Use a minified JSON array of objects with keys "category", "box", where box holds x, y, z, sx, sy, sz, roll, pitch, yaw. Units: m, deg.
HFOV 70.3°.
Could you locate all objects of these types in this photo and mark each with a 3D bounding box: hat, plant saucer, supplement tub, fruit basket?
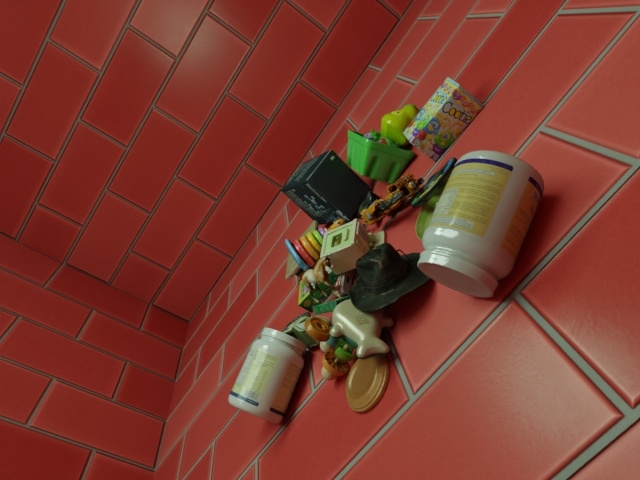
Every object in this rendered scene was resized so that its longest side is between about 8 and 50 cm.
[{"category":"hat","box":[0.209,0.088,1.525,0.331,0.134,0.331,-26,17,8]},{"category":"plant saucer","box":[0.141,0.446,1.454,0.200,0.037,0.200,-49,22,27]},{"category":"supplement tub","box":[-0.205,0.544,1.844,0.235,0.235,0.325,-19,44,61]},{"category":"plant saucer","box":[0.423,-0.095,1.559,0.241,0.037,0.241,-48,22,26]},{"category":"supplement tub","box":[0.416,-0.041,1.202,0.332,0.241,0.241,-63,20,-11]},{"category":"fruit basket","box":[0.300,-0.477,2.117,0.392,0.282,0.393,-167,90,-74]}]

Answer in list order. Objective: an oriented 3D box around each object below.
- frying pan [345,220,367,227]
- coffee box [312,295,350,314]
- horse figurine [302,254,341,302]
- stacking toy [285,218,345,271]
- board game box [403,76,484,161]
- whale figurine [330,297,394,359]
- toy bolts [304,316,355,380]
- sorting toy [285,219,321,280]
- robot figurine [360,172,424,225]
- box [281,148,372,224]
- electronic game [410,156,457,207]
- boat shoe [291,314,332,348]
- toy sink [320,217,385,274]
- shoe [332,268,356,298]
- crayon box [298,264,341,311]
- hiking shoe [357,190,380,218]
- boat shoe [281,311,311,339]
[{"category":"frying pan","box":[0.136,-0.040,2.143,0.326,0.053,0.197,-39,27,40]},{"category":"coffee box","box":[0.060,0.257,1.823,0.184,0.113,0.041,-25,82,55]},{"category":"horse figurine","box":[-0.007,0.168,1.883,0.066,0.175,0.263,-39,8,-33]},{"category":"stacking toy","box":[0.000,0.000,2.173,0.301,0.175,0.166,-37,62,3]},{"category":"board game box","box":[0.483,-0.480,1.811,0.275,0.144,0.142,-51,22,22]},{"category":"whale figurine","box":[0.139,0.307,1.500,0.272,0.216,0.141,-117,19,-59]},{"category":"toy bolts","box":[0.020,0.372,1.648,0.159,0.218,0.228,-57,1,22]},{"category":"sorting toy","box":[-0.071,0.066,2.428,0.257,0.089,0.256,-48,22,29]},{"category":"robot figurine","box":[0.283,-0.166,1.813,0.211,0.085,0.291,-34,-6,-33]},{"category":"box","box":[0.021,-0.258,2.325,0.212,0.293,0.395,-53,17,-16]},{"category":"electronic game","box":[0.409,-0.210,1.649,0.229,0.048,0.229,-50,1,1]},{"category":"boat shoe","box":[-0.031,0.375,1.887,0.103,0.113,0.302,-37,5,-21]},{"category":"toy sink","box":[0.131,0.014,1.855,0.234,0.131,0.153,-22,37,29]},{"category":"shoe","box":[0.097,0.160,1.928,0.081,0.063,0.178,-31,37,47]},{"category":"crayon box","box":[0.009,0.178,2.087,0.278,0.081,0.165,-48,22,29]},{"category":"hiking shoe","box":[0.217,-0.122,2.048,0.114,0.086,0.227,-56,9,35]},{"category":"boat shoe","box":[-0.117,0.405,2.076,0.223,0.080,0.073,-43,19,26]}]
